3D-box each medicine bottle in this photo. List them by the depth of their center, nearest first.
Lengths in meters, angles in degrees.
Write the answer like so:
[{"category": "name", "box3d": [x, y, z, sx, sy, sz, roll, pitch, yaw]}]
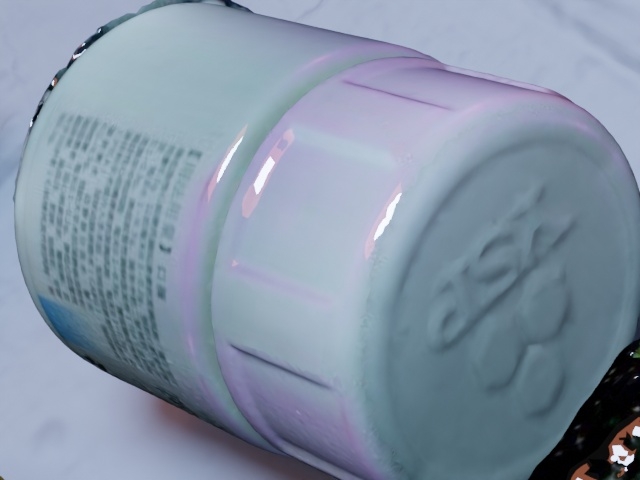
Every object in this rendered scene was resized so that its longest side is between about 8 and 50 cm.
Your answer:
[{"category": "medicine bottle", "box3d": [0.000, 0.000, 0.575, 0.168, 0.135, 0.135, 18, 71, 46]}]

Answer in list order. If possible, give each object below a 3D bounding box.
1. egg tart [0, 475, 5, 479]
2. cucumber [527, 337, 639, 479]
[{"category": "egg tart", "box3d": [-0.151, 0.148, 0.570, 0.202, 0.147, 0.203, -20, 48, 24]}, {"category": "cucumber", "box3d": [0.015, 0.156, 0.486, 0.300, 0.072, 0.072, -49, 42, 0]}]
